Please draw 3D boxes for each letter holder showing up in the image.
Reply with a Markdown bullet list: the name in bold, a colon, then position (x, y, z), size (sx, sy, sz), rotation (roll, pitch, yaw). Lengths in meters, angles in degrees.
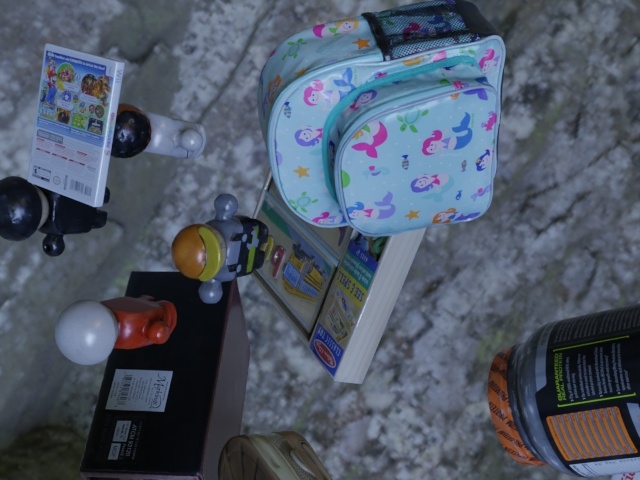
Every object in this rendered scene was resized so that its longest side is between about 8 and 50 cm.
- **letter holder**: position (-0.195, 0.224, 1.198), size (0.214, 0.152, 0.302), rotation (82, 10, -51)

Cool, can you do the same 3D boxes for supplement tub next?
- **supplement tub**: position (0.370, 0.172, 1.018), size (0.316, 0.193, 0.193), rotation (-18, -158, 38)

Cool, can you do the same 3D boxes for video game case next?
- **video game case**: position (-0.208, -0.098, 0.733), size (0.011, 0.087, 0.122), rotation (-8, 114, -57)

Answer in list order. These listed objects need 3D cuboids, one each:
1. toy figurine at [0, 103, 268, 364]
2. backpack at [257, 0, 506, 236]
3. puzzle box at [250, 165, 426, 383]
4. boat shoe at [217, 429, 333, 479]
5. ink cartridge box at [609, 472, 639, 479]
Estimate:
- **toy figurine**: position (-0.178, -0.011, 0.809), size (0.209, 0.213, 0.148), rotation (-32, 171, 20)
- **backpack**: position (0.063, -0.120, 0.917), size (0.191, 0.253, 0.225), rotation (-100, -176, -47)
- **puzzle box**: position (0.000, 0.000, 1.342), size (0.409, 0.052, 0.272), rotation (43, -62, 55)
- **boat shoe**: position (0.021, 0.335, 0.910), size (0.110, 0.341, 0.121), rotation (-2, 136, -44)
- **ink cartridge box**: position (0.614, 0.380, 1.361), size (0.117, 0.278, 0.201), rotation (-8, 117, -51)
